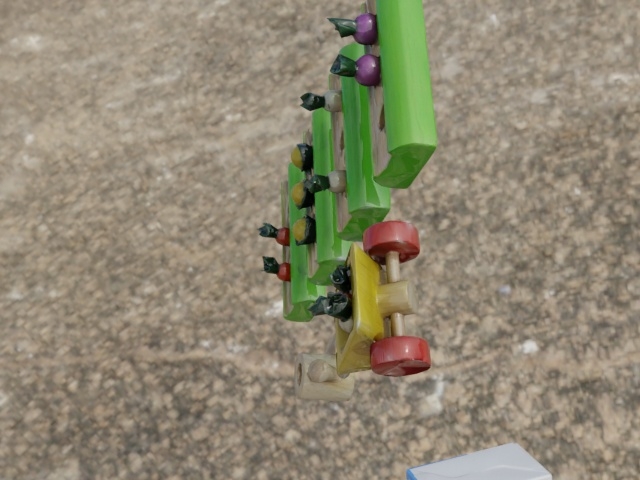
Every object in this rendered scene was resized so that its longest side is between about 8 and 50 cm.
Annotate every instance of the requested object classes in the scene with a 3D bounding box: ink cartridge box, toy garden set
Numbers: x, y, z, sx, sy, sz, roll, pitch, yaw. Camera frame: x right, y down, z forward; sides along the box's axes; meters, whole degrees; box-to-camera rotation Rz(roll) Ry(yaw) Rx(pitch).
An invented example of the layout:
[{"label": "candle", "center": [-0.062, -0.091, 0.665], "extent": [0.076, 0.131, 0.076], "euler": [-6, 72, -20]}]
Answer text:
[{"label": "ink cartridge box", "center": [0.061, 0.125, 0.337], "extent": [0.048, 0.083, 0.028], "euler": [-9, 16, -16]}, {"label": "toy garden set", "center": [0.000, 0.000, 0.508], "extent": [0.049, 0.244, 0.203], "euler": [4, 64, -14]}]
